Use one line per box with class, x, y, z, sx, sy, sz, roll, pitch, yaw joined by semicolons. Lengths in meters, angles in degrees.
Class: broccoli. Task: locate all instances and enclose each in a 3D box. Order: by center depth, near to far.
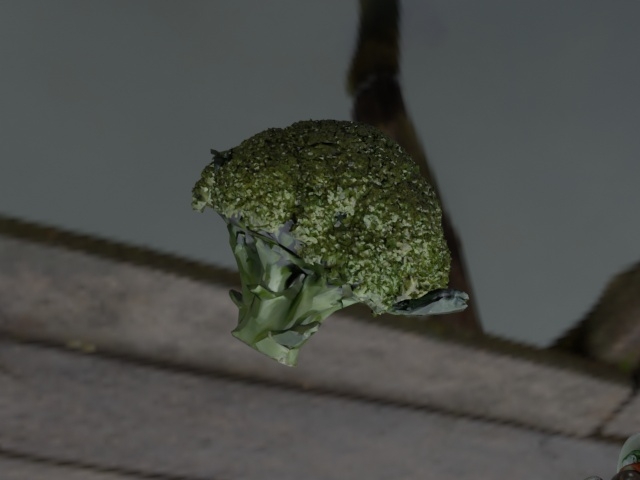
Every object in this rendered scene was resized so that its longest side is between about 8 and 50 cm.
broccoli;0.000;0.000;0.861;0.131;0.130;0.120;29;92;-24

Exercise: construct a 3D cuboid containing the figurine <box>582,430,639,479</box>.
figurine;0.194;0.215;1.248;0.154;0.132;0.132;-18;148;-24
